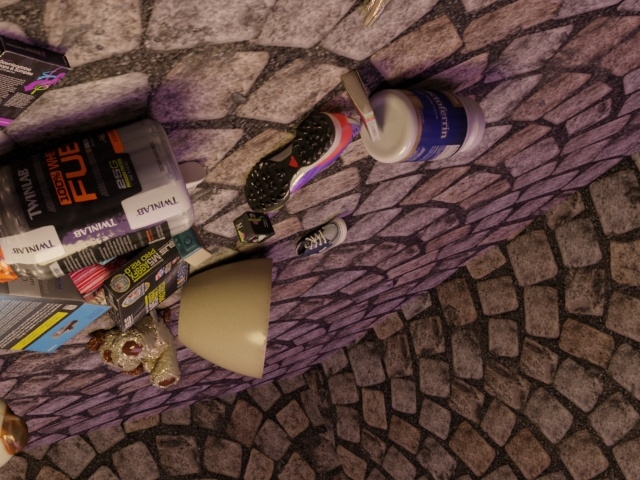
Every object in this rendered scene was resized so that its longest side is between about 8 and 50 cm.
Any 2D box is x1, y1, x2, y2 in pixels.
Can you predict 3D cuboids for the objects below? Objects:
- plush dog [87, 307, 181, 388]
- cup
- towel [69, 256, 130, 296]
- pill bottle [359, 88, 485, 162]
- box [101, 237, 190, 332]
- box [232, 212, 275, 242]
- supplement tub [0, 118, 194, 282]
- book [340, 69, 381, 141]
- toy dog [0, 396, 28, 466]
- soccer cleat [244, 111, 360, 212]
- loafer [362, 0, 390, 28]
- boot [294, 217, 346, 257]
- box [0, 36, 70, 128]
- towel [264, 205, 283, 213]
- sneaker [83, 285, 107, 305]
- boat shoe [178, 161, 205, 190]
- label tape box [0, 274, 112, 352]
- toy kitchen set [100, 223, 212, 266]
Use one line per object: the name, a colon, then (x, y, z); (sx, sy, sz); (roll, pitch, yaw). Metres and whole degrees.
plush dog: (-0.544, 0.302, 2.473); (0.225, 0.210, 0.262); (-15, 138, 20)
cup: (-0.262, 0.202, 2.328); (0.237, 0.331, 0.331); (6, 158, -6)
towel: (-0.588, 0.088, 1.948); (0.199, 0.031, 0.275); (-30, 162, 23)
pill bottle: (0.224, -0.246, 1.820); (0.265, 0.153, 0.153); (-9, 157, -43)
box: (-0.412, 0.099, 2.045); (0.216, 0.060, 0.270); (-41, 170, -22)
box: (-0.164, -0.031, 2.102); (0.052, 0.062, 0.083); (-32, 162, 31)
supplement tub: (-0.401, -0.062, 1.442); (0.338, 0.207, 0.207); (-21, 163, -12)
book: (0.083, -0.261, 1.680); (0.035, 0.096, 0.144); (-25, 163, 3)
toy dog: (-0.889, 0.442, 2.026); (0.284, 0.395, 0.408); (-37, 152, 10)
soccer cleat: (-0.041, -0.160, 1.815); (0.116, 0.108, 0.318); (-11, 157, -48)
loafer: (0.097, -0.399, 1.398); (0.045, 0.039, 0.125); (-53, -176, -34)
boot: (0.000, 0.000, 2.400); (0.086, 0.069, 0.190); (-17, 164, -32)
box: (-0.450, -0.219, 1.207); (0.162, 0.029, 0.116); (-31, 163, 25)
towel: (-0.112, -0.091, 2.080); (0.060, 0.009, 0.083); (-20, 164, -14)
sneaker: (-0.524, 0.129, 2.071); (0.161, 0.057, 0.075); (-39, 170, -44)
boat shoe: (-0.316, -0.109, 1.677); (0.184, 0.066, 0.063); (-25, 165, -34)
label tape box: (-0.650, 0.134, 1.784); (0.241, 0.106, 0.334); (-34, 153, 29)
toy kitchen set: (-0.336, 0.004, 1.568); (0.207, 0.166, 0.122); (-33, 153, 5)
